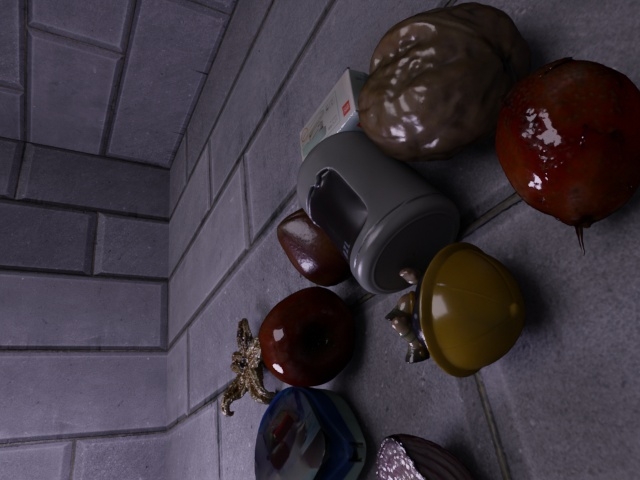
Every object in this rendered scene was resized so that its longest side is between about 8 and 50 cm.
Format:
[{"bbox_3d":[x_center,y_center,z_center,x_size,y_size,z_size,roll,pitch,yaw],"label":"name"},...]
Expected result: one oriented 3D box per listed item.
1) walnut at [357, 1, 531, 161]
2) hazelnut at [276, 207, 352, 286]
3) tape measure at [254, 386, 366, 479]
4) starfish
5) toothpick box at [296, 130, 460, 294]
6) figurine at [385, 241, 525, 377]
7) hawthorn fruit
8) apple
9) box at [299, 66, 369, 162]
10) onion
[{"bbox_3d":[0.190,-0.249,0.746,0.273,0.226,0.273,-22,64,54],"label":"walnut"},{"bbox_3d":[0.000,0.000,1.050,0.208,0.208,0.208,-22,64,57],"label":"hazelnut"},{"bbox_3d":[-0.031,0.464,1.021,0.259,0.138,0.262,-57,32,15],"label":"tape measure"},{"bbox_3d":[-0.234,0.406,1.477,0.303,0.113,0.312,-15,61,56],"label":"starfish"},{"bbox_3d":[0.093,-0.079,0.868,0.316,0.229,0.229,53,129,39],"label":"toothpick box"},{"bbox_3d":[0.203,0.108,0.713,0.257,0.167,0.193,121,147,-77],"label":"figurine"},{"bbox_3d":[0.315,-0.100,0.570,0.181,0.181,0.235,-23,76,57],"label":"hawthorn fruit"},{"bbox_3d":[-0.034,0.221,1.050,0.234,0.233,0.234,-22,64,57],"label":"apple"},{"bbox_3d":[0.042,-0.294,1.173,0.269,0.079,0.135,-40,50,51],"label":"box"},{"bbox_3d":[0.191,0.426,0.723,0.250,0.111,0.248,56,154,37],"label":"onion"}]
